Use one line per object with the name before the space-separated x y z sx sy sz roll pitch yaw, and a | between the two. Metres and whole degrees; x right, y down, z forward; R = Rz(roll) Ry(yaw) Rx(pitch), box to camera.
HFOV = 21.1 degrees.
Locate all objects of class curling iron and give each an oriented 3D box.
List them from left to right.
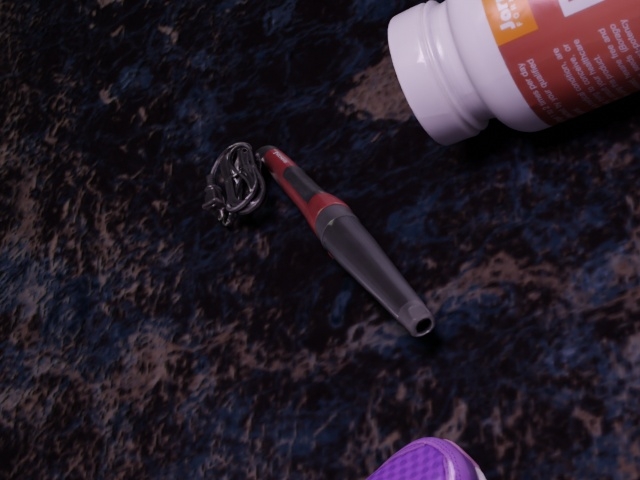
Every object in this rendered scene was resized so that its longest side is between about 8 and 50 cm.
curling iron | 0.000 0.000 1.136 0.068 0.035 0.274 -49 40 -3

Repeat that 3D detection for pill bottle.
pill bottle | 0.157 -0.141 1.070 0.216 0.121 0.121 -22 44 21

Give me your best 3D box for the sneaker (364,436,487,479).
sneaker | -0.008 0.193 0.918 0.236 0.104 0.095 -46 39 -7
